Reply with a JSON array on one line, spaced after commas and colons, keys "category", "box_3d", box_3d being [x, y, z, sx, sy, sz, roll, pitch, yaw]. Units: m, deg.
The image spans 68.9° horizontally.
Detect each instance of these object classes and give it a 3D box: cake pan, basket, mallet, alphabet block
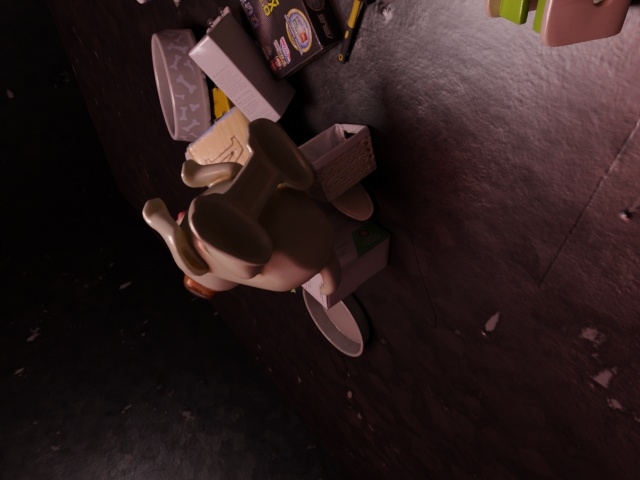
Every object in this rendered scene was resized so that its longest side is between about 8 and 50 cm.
[{"category": "cake pan", "box_3d": [0.053, 0.240, 1.514, 0.293, 0.054, 0.293, 40, 148, 31]}, {"category": "basket", "box_3d": [0.026, -0.168, 1.004, 0.113, 0.167, 0.103, 22, 141, 49]}, {"category": "mallet", "box_3d": [0.052, -0.406, 0.852, 0.062, 0.039, 0.190, 53, 157, 7]}, {"category": "alphabet block", "box_3d": [-0.184, -0.212, 1.213, 0.193, 0.192, 0.197, -33, 89, 26]}]

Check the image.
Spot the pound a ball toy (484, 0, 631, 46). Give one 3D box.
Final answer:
[{"category": "pound a ball toy", "box_3d": [0.251, -0.392, 0.458, 0.208, 0.135, 0.320, -113, 12, -48]}]

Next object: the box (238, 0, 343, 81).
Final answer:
[{"category": "box", "box_3d": [-0.084, -0.493, 0.957, 0.216, 0.060, 0.270, 1, 119, 60]}]

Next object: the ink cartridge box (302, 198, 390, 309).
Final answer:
[{"category": "ink cartridge box", "box_3d": [0.000, 0.000, 1.176, 0.289, 0.211, 0.122, 39, 149, 35]}]

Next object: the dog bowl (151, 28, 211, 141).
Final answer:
[{"category": "dog bowl", "box_3d": [-0.428, -0.466, 1.418, 0.348, 0.102, 0.349, 167, 90, -68]}]

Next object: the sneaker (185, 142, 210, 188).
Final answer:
[{"category": "sneaker", "box_3d": [-0.382, -0.245, 1.675, 0.153, 0.094, 0.235, 33, 155, 29]}]

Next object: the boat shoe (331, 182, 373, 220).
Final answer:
[{"category": "boat shoe", "box_3d": [0.042, -0.132, 1.137, 0.233, 0.084, 0.079, 40, -173, 18]}]

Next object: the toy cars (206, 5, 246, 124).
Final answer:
[{"category": "toy cars", "box_3d": [-0.239, -0.454, 1.242, 0.177, 0.087, 0.394, 59, 151, 24]}]

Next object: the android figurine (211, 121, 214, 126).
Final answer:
[{"category": "android figurine", "box_3d": [-0.335, -0.354, 1.537, 0.248, 0.056, 0.273, 55, 153, 5]}]

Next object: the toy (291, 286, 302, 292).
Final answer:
[{"category": "toy", "box_3d": [-0.111, 0.055, 1.573, 0.137, 0.056, 0.238, 149, 104, -84]}]

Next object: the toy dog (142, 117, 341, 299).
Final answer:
[{"category": "toy dog", "box_3d": [-0.172, -0.017, 1.013, 0.395, 0.285, 0.407, 33, 150, -28]}]

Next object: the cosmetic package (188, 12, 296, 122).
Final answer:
[{"category": "cosmetic package", "box_3d": [-0.171, -0.379, 1.063, 0.085, 0.118, 0.231, -22, 124, 40]}]

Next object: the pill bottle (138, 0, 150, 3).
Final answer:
[{"category": "pill bottle", "box_3d": [-0.457, -0.708, 1.294, 0.067, 0.120, 0.067, 40, 149, 31]}]
